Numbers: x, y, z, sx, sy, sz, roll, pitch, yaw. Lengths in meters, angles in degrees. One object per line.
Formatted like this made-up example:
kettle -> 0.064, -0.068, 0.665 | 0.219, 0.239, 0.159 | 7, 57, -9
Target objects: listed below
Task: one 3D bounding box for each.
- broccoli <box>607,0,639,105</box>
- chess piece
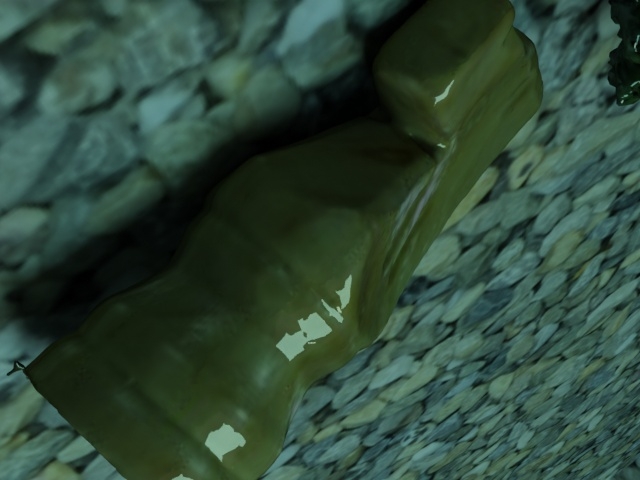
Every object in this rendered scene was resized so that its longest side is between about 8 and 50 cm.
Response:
broccoli -> 0.258, -0.142, 0.789 | 0.275, 0.177, 0.199 | -56, 150, -64
chess piece -> 0.000, 0.000, 0.677 | 0.301, 0.137, 0.137 | -47, 160, -11
